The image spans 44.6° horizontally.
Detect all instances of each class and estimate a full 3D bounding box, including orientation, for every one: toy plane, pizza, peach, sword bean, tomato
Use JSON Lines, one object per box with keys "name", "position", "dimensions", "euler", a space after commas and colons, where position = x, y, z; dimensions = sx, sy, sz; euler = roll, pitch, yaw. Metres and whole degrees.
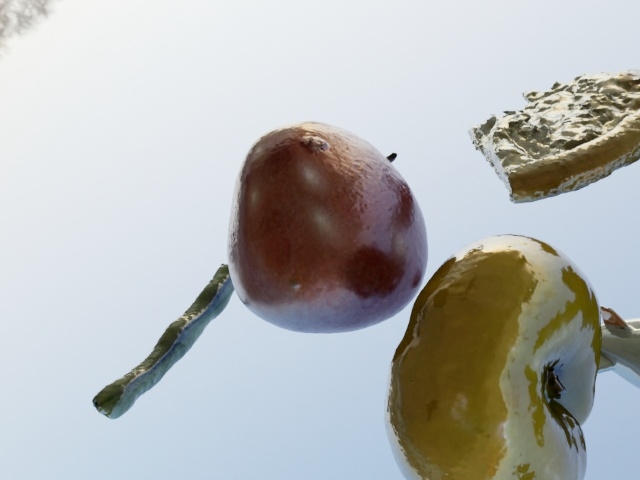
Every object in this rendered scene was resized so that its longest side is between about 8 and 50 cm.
{"name": "toy plane", "position": [0.417, 0.157, 0.904], "dimensions": [0.117, 0.244, 0.245], "euler": [-41, -151, -23]}
{"name": "pizza", "position": [0.210, -0.106, 0.667], "dimensions": [0.181, 0.034, 0.262], "euler": [-27, -161, 2]}
{"name": "peach", "position": [0.110, 0.088, 0.473], "dimensions": [0.103, 0.179, 0.179], "euler": [6, -109, 34]}
{"name": "sword bean", "position": [-0.165, 0.110, 0.887], "dimensions": [0.038, 0.043, 0.269], "euler": [-35, -171, 38]}
{"name": "tomato", "position": [0.000, 0.000, 0.588], "dimensions": [0.167, 0.167, 0.167], "euler": [-30, -134, 37]}
